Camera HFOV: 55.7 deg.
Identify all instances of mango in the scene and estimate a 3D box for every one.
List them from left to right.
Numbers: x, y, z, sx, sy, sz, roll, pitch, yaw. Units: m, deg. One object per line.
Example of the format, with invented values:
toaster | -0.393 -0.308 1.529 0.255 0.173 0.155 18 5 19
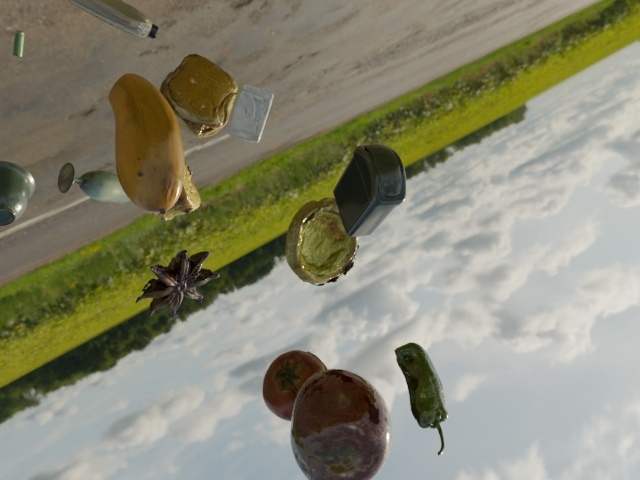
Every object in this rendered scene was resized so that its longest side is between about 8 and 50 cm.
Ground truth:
mango | -0.429 -0.240 1.500 0.186 0.360 0.144 -7 -178 28

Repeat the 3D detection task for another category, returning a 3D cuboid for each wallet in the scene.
wallet | -0.236 -0.422 2.018 0.124 0.183 0.032 14 -164 -21

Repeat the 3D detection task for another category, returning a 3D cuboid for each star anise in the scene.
star anise | -0.436 0.115 1.806 0.271 0.102 0.272 -27 141 -24

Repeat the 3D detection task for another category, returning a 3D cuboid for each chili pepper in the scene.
chili pepper | 0.192 0.290 1.115 0.073 0.204 0.072 -3 153 -29

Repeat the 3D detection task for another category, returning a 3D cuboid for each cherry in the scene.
cherry | 0.043 0.370 1.227 0.205 0.240 0.239 -3 -174 10

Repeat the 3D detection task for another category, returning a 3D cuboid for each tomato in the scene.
tomato | -0.086 0.424 1.825 0.224 0.085 0.225 -18 -129 23

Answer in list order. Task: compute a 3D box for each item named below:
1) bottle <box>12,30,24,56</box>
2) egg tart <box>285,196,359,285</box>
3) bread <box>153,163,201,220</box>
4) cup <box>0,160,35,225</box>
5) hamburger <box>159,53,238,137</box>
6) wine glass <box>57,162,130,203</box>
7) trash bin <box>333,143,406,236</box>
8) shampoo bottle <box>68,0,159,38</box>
bottle | -1.031 -0.672 2.070 0.030 0.030 0.083 -32 141 -66
egg tart | 0.000 0.000 1.833 0.278 0.279 0.095 -29 -151 -24
bread | -0.488 -0.163 1.942 0.160 0.261 0.147 -13 -141 -2
cup | -0.987 -0.124 1.873 0.198 0.150 0.199 -16 143 -12
hamburger | -0.468 -0.560 2.356 0.174 0.284 0.305 -37 -161 43
wine glass | -0.644 -0.161 1.757 0.092 0.093 0.202 -27 157 33
trash bin | 0.125 -0.133 1.560 0.101 0.177 0.236 -7 155 -25
shampoo bottle | -0.597 -0.665 1.772 0.078 0.256 0.127 -59 -144 13
